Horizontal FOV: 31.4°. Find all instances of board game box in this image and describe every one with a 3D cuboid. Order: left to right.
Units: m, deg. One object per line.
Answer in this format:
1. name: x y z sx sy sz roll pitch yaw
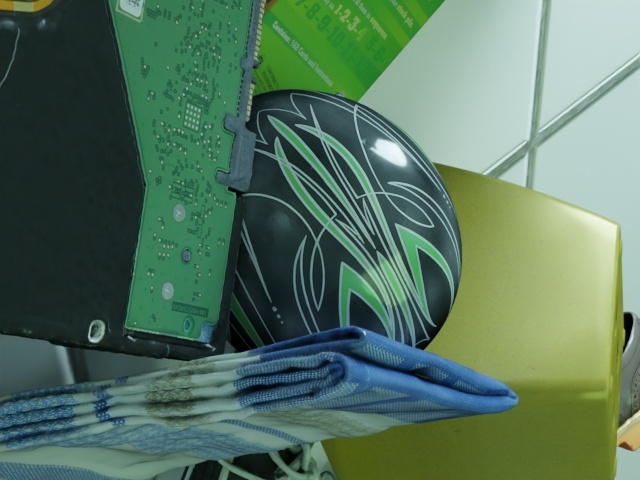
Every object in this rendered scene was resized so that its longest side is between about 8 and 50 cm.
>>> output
1. board game box: 0.016 -0.150 0.718 0.259 0.039 0.124 -48 146 -15

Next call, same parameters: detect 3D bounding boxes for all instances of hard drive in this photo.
1. hard drive: -0.144 -0.082 0.459 0.339 0.064 0.237 17 78 -56

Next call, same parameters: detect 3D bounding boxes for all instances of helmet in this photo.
1. helmet: 0.000 0.000 0.652 0.169 0.169 0.161 -47 165 -21

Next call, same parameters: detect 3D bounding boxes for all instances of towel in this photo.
1. towel: -0.059 0.102 0.619 0.209 0.285 0.034 25 55 -58

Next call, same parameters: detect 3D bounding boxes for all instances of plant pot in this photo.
1. plant pot: 0.119 0.081 0.818 0.212 0.187 0.212 72 27 -49

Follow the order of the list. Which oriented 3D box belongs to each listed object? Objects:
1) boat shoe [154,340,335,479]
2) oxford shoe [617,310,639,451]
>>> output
1. boat shoe: -0.046 0.155 0.794 0.306 0.105 0.113 -62 147 0
2. oxford shoe: 0.241 0.209 1.248 0.363 0.130 0.133 -33 105 -27
